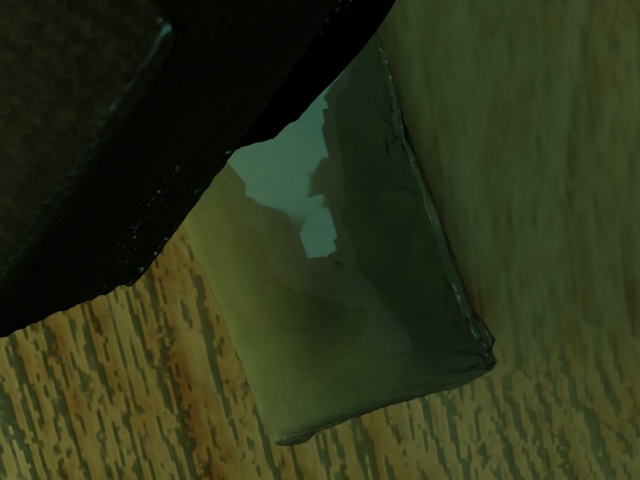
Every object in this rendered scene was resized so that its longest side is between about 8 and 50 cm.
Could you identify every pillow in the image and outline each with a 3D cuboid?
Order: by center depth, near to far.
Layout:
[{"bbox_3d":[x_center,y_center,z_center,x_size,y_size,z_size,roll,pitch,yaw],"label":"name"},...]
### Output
[{"bbox_3d":[0.000,0.000,0.858,0.119,0.053,0.208,-20,114,5],"label":"pillow"}]

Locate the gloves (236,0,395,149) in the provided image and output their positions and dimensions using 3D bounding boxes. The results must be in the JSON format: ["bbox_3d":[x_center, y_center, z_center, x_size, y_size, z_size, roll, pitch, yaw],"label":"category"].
[{"bbox_3d":[-0.068,-0.128,0.771,0.181,0.106,0.129,42,115,11],"label":"gloves"}]

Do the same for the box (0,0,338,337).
[{"bbox_3d":[-0.154,-0.113,0.674,0.273,0.143,0.184,43,117,10],"label":"box"}]
